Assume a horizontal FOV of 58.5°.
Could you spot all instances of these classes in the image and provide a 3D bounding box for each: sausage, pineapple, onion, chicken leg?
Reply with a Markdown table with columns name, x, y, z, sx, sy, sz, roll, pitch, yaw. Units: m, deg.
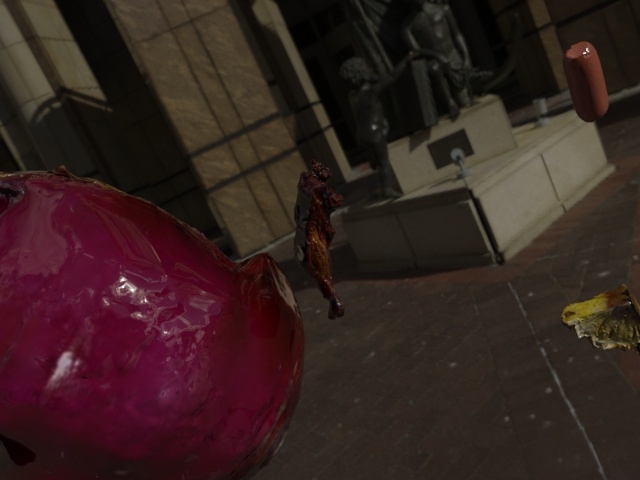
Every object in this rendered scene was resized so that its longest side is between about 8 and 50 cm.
| name | x | y | z | sx | sy | sz | roll | pitch | yaw |
| --- | --- | --- | --- | --- | --- | --- | --- | --- | --- |
| sausage | 0.492 | -0.290 | 1.059 | 0.062 | 0.154 | 0.062 | -22 | 36 | 18 |
| pineapple | 0.440 | 0.118 | 0.862 | 0.137 | 0.116 | 0.069 | 9 | 36 | 8 |
| onion | -0.218 | 0.166 | 0.533 | 0.398 | 0.398 | 0.420 | -12 | 55 | 50 |
| chicken leg | -0.004 | -0.002 | 0.790 | 0.048 | 0.219 | 0.089 | -4 | 6 | -38 |
